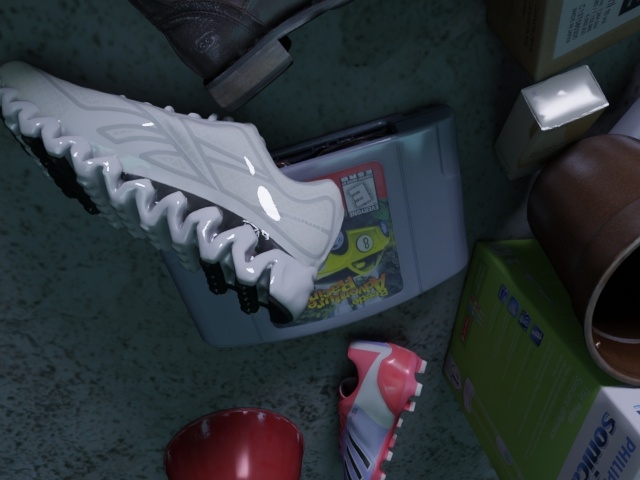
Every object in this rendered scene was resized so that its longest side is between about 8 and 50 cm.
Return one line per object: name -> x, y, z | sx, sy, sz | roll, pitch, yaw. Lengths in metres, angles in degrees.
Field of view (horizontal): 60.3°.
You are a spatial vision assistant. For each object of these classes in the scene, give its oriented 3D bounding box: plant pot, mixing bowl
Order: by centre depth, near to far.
plant pot -> 0.258, 0.000, 0.448 | 0.167, 0.165, 0.167 | -2, 121, -4
mixing bowl -> -0.101, 0.307, 0.679 | 0.181, 0.098, 0.181 | -6, 123, -9

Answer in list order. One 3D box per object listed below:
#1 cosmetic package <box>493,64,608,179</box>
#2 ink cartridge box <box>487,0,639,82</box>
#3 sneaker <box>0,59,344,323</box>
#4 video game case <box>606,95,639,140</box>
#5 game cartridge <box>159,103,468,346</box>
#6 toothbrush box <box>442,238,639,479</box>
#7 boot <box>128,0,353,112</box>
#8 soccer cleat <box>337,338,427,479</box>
cosmetic package -> 0.199, -0.099, 0.490 | 0.060, 0.041, 0.115 | -21, 165, 2
ink cartridge box -> 0.214, -0.241, 0.357 | 0.193, 0.088, 0.235 | -26, 154, 6
sneaker -> -0.116, -0.056, 0.425 | 0.292, 0.110, 0.118 | 32, 71, 2
video game case -> 0.461, -0.137, 0.516 | 0.300, 0.036, 0.329 | 22, 116, -23
game cartridge -> 0.000, 0.000, 0.541 | 0.294, 0.060, 0.196 | -17, 127, -2
toothbrush box -> 0.246, 0.155, 0.553 | 0.122, 0.283, 0.206 | -2, 121, -11
boot -> -0.067, -0.237, 0.359 | 0.263, 0.091, 0.229 | -43, 115, 9
soccer cleat -> 0.056, 0.222, 0.685 | 0.095, 0.083, 0.248 | 20, 124, 10
